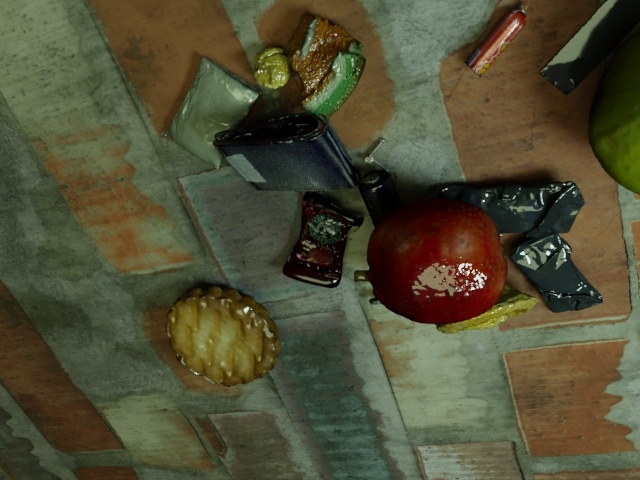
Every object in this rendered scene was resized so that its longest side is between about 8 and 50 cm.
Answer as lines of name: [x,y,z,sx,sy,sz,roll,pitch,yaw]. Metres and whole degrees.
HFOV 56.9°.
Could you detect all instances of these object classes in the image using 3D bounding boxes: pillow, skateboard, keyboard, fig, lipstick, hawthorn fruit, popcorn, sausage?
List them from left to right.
pillow: [-0.243,-0.276,1.308,0.148,0.050,0.230,37,123,-3]
popcorn: [-0.107,-0.351,1.203,0.084,0.084,0.084,6,123,10]
skateboard: [0.146,-0.175,1.289,0.083,0.032,0.064,38,113,-8]
lipstick: [0.167,-0.025,1.337,0.081,0.081,0.300,-13,125,21]
hawthorn fruit: [0.220,0.044,1.204,0.307,0.265,0.265,-5,121,4]
sausage: [0.334,-0.376,1.104,0.050,0.048,0.145,12,129,-41]
keyboard: [0.501,-0.364,1.088,0.074,0.015,0.196,36,123,-5]
fig: [0.606,-0.212,0.956,0.343,0.343,0.343,6,123,10]

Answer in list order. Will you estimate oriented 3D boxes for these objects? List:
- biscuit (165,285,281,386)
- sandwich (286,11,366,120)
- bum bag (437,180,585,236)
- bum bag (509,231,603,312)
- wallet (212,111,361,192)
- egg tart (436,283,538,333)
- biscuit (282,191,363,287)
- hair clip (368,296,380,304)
biscuit: [-0.262,0.257,1.621,0.325,0.107,0.326,5,120,9]
sandwich: [-0.006,-0.336,1.174,0.159,0.109,0.185,30,124,-9]
bum bag: [0.398,-0.064,1.267,0.309,0.074,0.137,1,127,28]
bum bag: [0.534,0.083,1.338,0.123,0.060,0.248,-31,111,28]
wallet: [-0.067,-0.177,1.262,0.262,0.072,0.221,-4,157,22]
egg tart: [0.372,0.148,1.354,0.241,0.241,0.106,-23,74,25]
biscuit: [0.006,0.003,1.414,0.151,0.063,0.235,18,122,1]
hair clip: [0.221,0.111,1.438,0.229,0.066,0.036,-29,85,22]
